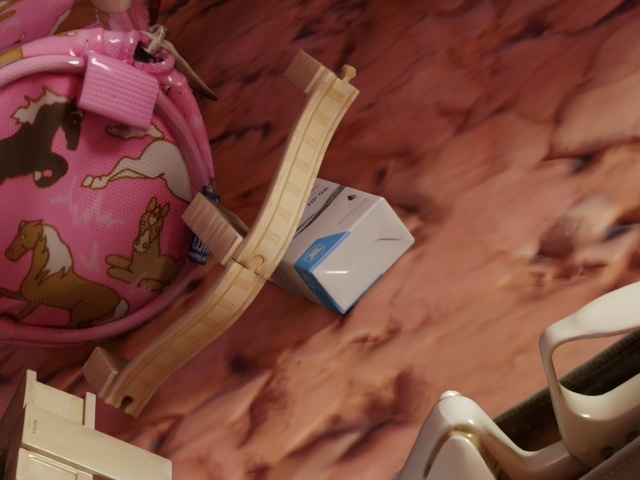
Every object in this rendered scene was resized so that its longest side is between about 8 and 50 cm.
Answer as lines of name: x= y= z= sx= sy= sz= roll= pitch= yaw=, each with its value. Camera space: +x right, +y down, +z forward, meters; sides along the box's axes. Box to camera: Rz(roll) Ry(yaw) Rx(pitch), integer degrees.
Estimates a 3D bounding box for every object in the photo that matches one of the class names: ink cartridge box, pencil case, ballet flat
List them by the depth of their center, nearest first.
ballet flat: x=0.072 y=0.063 z=0.611 sx=0.213 sy=0.068 sz=0.072 roll=-32 pitch=25 yaw=14
ink cartridge box: x=0.000 y=0.000 z=0.863 sx=0.048 sy=0.028 sz=0.083 roll=-45 pitch=25 yaw=-13
pencil case: x=-0.153 y=-0.086 z=1.066 sx=0.167 sy=0.160 sz=0.386 roll=-15 pitch=24 yaw=-5

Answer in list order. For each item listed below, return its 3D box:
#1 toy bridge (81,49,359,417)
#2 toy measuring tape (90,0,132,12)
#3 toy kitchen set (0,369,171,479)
toy bridge: x=-0.040 y=0.000 z=0.855 sx=0.188 sy=0.026 sz=0.063 roll=-55 pitch=30 yaw=6
toy measuring tape: x=0.015 y=-0.181 z=1.010 sx=0.121 sy=0.121 sz=0.330 roll=-16 pitch=17 yaw=39
toy kitchen set: x=-0.109 y=0.115 z=0.809 sx=0.075 sy=0.068 sz=0.083 roll=-60 pitch=17 yaw=22
